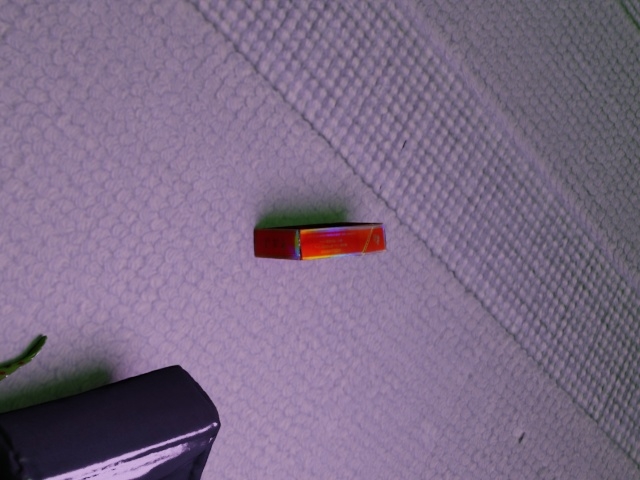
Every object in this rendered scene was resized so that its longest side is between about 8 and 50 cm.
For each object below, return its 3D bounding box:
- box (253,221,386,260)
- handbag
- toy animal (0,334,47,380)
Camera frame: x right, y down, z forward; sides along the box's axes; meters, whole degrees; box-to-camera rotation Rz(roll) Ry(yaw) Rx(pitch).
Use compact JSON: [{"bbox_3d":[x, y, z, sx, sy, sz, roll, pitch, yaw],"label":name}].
[{"bbox_3d":[0.000,0.001,1.785,0.175,0.112,0.048,-5,94,-39],"label":"box"},{"bbox_3d":[-0.304,0.303,1.512,0.302,0.178,0.275,-14,144,-41],"label":"handbag"},{"bbox_3d":[-0.415,0.201,1.482,0.217,0.041,0.075,-33,110,-40],"label":"toy animal"}]
